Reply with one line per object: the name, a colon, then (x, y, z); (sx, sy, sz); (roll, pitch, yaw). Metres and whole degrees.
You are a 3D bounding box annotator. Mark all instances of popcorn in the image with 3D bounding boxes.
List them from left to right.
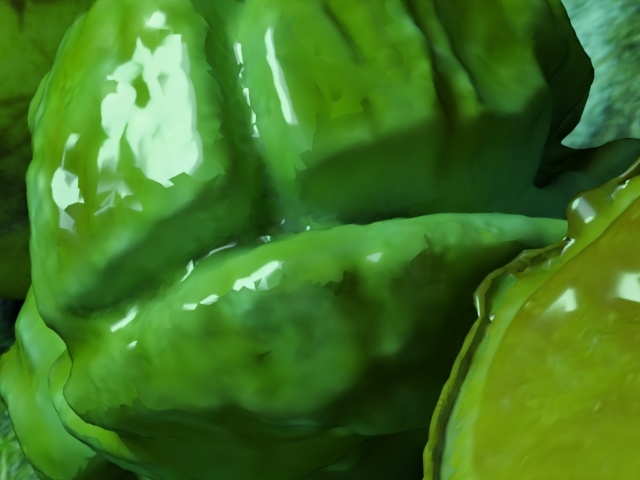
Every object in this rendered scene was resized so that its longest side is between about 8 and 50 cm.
popcorn: (-0.004, -0.001, 0.569); (0.276, 0.276, 0.225); (-35, 62, 13)

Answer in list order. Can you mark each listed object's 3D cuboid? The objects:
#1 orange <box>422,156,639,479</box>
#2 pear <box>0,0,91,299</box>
orange: (0.172, 0.026, 0.293); (0.274, 0.274, 0.310); (-63, -4, -30)
pear: (-0.184, -0.101, 0.841); (0.281, 0.281, 0.280); (-29, 33, 22)
